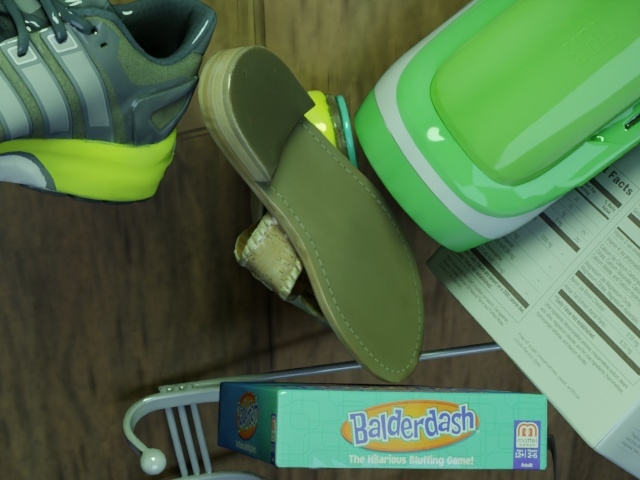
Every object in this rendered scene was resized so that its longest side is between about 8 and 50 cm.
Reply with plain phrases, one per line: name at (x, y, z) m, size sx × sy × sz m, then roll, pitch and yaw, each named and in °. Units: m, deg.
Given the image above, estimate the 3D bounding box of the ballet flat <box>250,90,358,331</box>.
ballet flat at (0.000, 0.000, 1.237) m, size 0.077 × 0.077 × 0.231 m, roll -17°, pitch 134°, yaw 0°

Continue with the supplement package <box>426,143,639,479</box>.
supplement package at (0.252, 0.009, 1.222) m, size 0.262 × 0.198 × 0.199 m, roll -48°, pitch 136°, yaw 8°

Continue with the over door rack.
over door rack at (0.035, 0.169, 1.418) m, size 0.324 × 0.108 × 0.239 m, roll -17°, pitch 141°, yaw -7°

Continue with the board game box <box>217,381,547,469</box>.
board game box at (0.031, 0.112, 1.193) m, size 0.160 × 0.047 × 0.210 m, roll 2°, pitch 177°, yaw -13°

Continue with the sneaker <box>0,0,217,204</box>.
sneaker at (-0.174, -0.095, 1.002) m, size 0.300 × 0.111 × 0.121 m, roll -4°, pitch 130°, yaw -53°

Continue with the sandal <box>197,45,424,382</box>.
sandal at (-0.021, -0.015, 1.141) m, size 0.079 × 0.088 × 0.240 m, roll -1°, pitch 133°, yaw 38°

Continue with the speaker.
speaker at (0.166, -0.121, 1.133) m, size 0.296 × 0.131 × 0.131 m, roll -38°, pitch 139°, yaw 18°
